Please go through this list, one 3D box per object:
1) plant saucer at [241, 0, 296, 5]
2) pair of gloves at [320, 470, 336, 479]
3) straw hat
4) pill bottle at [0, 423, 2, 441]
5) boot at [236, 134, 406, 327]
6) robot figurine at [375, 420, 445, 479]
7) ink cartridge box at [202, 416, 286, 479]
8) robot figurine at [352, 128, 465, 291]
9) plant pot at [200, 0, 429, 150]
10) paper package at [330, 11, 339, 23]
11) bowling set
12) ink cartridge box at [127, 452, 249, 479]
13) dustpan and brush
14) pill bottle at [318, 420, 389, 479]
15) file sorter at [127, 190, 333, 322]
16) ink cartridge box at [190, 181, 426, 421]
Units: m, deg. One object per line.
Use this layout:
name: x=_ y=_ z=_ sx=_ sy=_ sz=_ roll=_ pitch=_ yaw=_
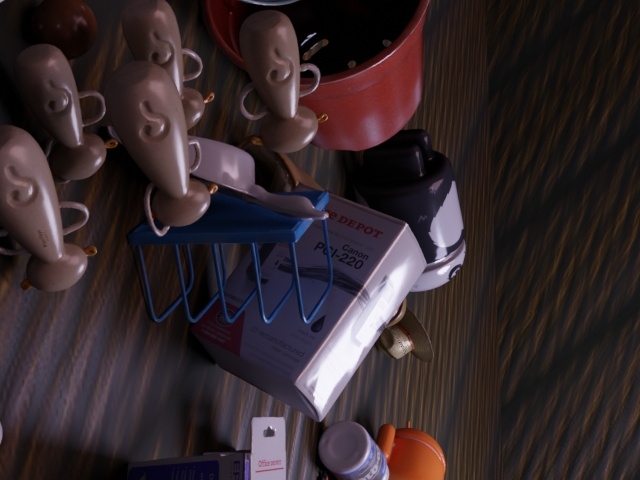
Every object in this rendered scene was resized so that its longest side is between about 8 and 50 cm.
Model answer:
plant saucer: x=-0.103 y=-0.395 z=1.107 sx=0.317 sy=0.043 sz=0.318 roll=16 pitch=67 yaw=-42
pair of gloves: x=0.011 y=0.374 z=1.501 sx=0.083 sy=0.010 sz=0.074 roll=60 pitch=30 yaw=-58
straw hat: x=0.129 y=0.171 z=1.820 sx=0.061 sy=0.144 sz=0.144 roll=-35 pitch=131 yaw=-19
pill bottle: x=-0.257 y=0.032 z=0.581 sx=0.124 sy=0.124 sz=0.221 roll=-59 pitch=142 yaw=-60
boot: x=0.000 y=0.000 z=1.350 sx=0.236 sy=0.089 sz=0.269 roll=54 pitch=7 yaw=20
robot figurine: x=0.133 y=0.390 z=1.687 sx=0.128 sy=0.158 sz=0.219 roll=-58 pitch=-179 yaw=30
ink cartridge box: x=-0.082 y=0.286 z=1.154 sx=0.104 sy=0.060 sz=0.180 roll=26 pitch=61 yaw=-68
robot figurine: x=0.154 y=-0.047 z=1.767 sx=0.209 sy=0.173 sz=0.278 roll=-26 pitch=120 yaw=-23
plant pot: x=0.018 y=-0.255 z=1.309 sx=0.265 sy=0.272 sz=0.272 roll=61 pitch=29 yaw=-68
paper package: x=0.027 y=-0.515 z=1.420 sx=0.309 sy=0.168 sz=0.325 roll=54 pitch=25 yaw=-57
bowling set: x=-0.154 y=-0.108 z=0.861 sx=0.154 sy=0.287 sz=0.200 roll=76 pitch=-14 yaw=-45
ink cartridge box: x=-0.105 y=0.287 z=0.879 sx=0.045 sy=0.208 sz=0.206 roll=12 pitch=71 yaw=-34
dustpan and brush: x=-0.088 y=-0.057 z=0.996 sx=0.147 sy=0.211 sz=0.060 roll=28 pitch=70 yaw=-69
pill bottle: x=0.052 y=0.322 z=1.531 sx=0.137 sy=0.078 sz=0.078 roll=58 pitch=33 yaw=-55
file sorter: x=-0.083 y=0.019 z=1.046 sx=0.118 sy=0.170 sz=0.104 roll=-53 pitch=139 yaw=-64
ink cartridge box: x=-0.010 y=0.061 z=1.140 sx=0.218 sy=0.158 sz=0.092 roll=-53 pitch=144 yaw=-20
